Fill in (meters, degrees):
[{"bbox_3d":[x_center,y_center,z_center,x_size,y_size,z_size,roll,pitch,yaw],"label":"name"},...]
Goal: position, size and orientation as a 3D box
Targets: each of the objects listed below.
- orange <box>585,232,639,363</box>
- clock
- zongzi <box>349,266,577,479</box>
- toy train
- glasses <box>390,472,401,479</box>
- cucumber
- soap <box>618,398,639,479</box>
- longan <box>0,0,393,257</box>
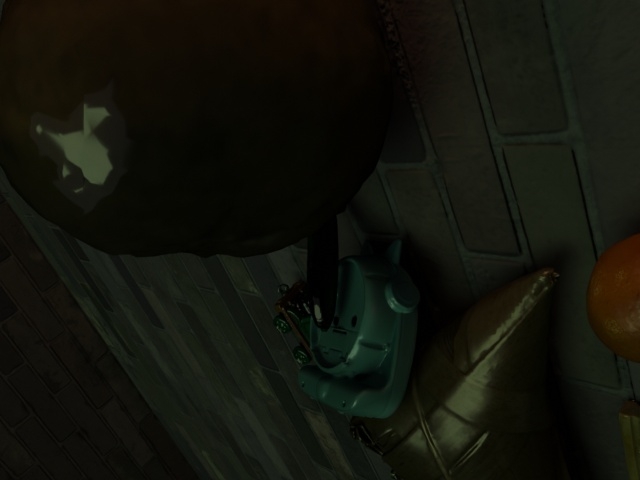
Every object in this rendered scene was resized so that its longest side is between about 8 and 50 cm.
[{"bbox_3d":[0.357,0.055,0.619,0.159,0.159,0.136,117,148,-55],"label":"orange"},{"bbox_3d":[0.058,0.127,0.938,0.094,0.273,0.224,14,170,-24],"label":"clock"},{"bbox_3d":[0.329,0.319,0.863,0.500,0.218,0.467,44,142,2],"label":"zongzi"},{"bbox_3d":[-0.006,0.177,1.213,0.136,0.091,0.227,-14,112,43],"label":"toy train"},{"bbox_3d":[0.246,0.488,1.152,0.207,0.239,0.102,21,116,61],"label":"glasses"},{"bbox_3d":[0.000,0.000,0.935,0.056,0.056,0.283,-22,69,56],"label":"cucumber"},{"bbox_3d":[0.490,0.334,0.844,0.092,0.037,0.251,8,130,46],"label":"soap"},{"bbox_3d":[-0.131,-0.180,0.684,0.404,0.436,0.403,-11,75,51],"label":"longan"}]
